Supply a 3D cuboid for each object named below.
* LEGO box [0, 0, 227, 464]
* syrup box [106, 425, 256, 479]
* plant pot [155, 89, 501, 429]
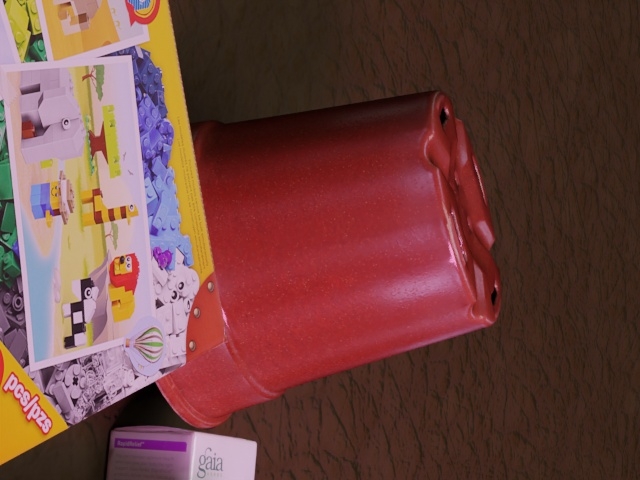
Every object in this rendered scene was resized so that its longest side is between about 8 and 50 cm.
[{"bbox_3d":[-0.278,-0.113,1.155,0.372,0.193,0.500,-27,112,-55],"label":"LEGO box"},{"bbox_3d":[-0.126,0.280,1.473,0.093,0.096,0.236,19,74,-56],"label":"syrup box"},{"bbox_3d":[0.000,0.000,1.452,0.272,0.265,0.272,-14,90,-75],"label":"plant pot"}]
